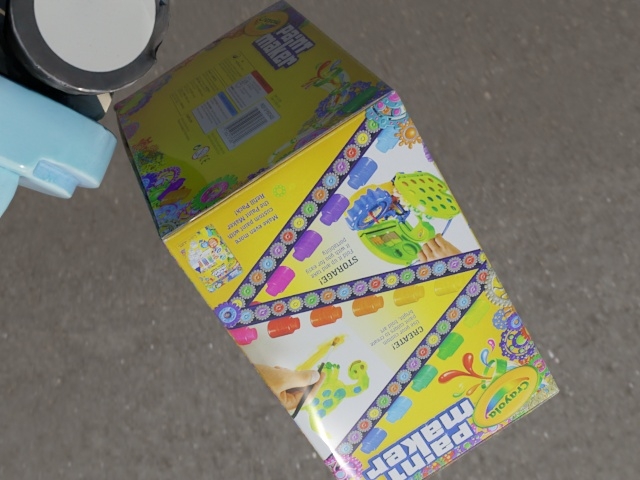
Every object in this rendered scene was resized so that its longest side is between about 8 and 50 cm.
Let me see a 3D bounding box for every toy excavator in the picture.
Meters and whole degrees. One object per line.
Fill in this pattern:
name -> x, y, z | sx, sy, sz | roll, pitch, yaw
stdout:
toy excavator -> -0.364, -0.044, 0.696 | 0.433, 0.222, 0.445 | 23, 82, -29

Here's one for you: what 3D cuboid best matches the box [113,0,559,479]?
box -> 0.000, 0.000, 0.869 | 0.177, 0.290, 0.279 | -33, 119, -1
